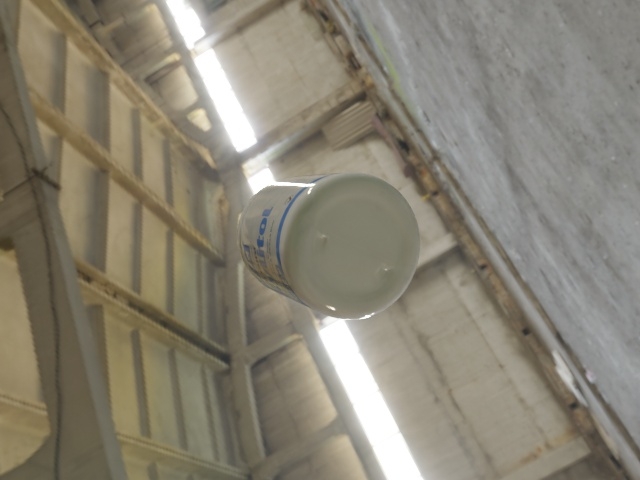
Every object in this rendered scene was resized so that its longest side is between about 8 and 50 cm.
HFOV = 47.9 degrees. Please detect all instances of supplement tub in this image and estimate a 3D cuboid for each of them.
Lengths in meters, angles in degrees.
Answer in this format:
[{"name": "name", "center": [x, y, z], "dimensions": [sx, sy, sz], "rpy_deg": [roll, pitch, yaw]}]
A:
[{"name": "supplement tub", "center": [0.000, 0.000, 0.380], "dimensions": [0.071, 0.071, 0.107], "rpy_deg": [58, 165, -13]}]
